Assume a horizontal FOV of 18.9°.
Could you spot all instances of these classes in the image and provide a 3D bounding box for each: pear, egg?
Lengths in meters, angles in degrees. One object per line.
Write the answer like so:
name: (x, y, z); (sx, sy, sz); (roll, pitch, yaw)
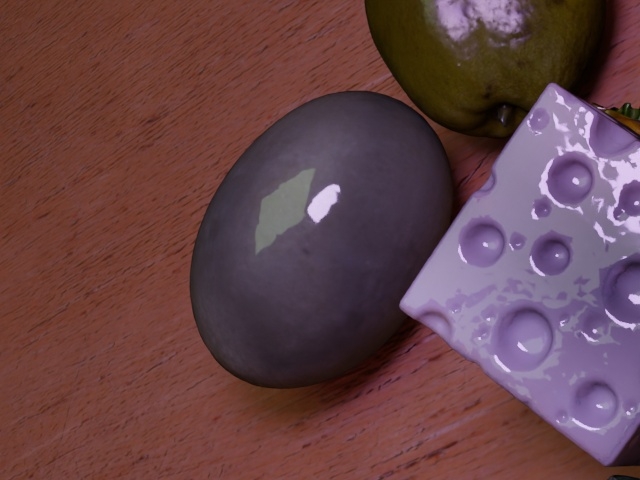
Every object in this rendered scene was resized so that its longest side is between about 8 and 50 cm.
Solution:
pear: (0.176, -0.261, 2.077); (0.269, 0.269, 0.321); (-33, 55, 34)
egg: (0.000, 0.000, 2.109); (0.352, 0.258, 0.258); (-56, 36, 13)

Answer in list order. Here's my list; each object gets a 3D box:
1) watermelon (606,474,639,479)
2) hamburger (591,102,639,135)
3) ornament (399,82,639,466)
watermelon: (0.323, 0.314, 1.545); (0.256, 0.260, 0.176); (-44, -29, -64)
hamburger: (0.299, -0.046, 1.910); (0.189, 0.093, 0.164); (-52, 35, 11)
ornament: (0.259, 0.037, 1.710); (0.239, 0.240, 0.239); (38, 100, 22)
